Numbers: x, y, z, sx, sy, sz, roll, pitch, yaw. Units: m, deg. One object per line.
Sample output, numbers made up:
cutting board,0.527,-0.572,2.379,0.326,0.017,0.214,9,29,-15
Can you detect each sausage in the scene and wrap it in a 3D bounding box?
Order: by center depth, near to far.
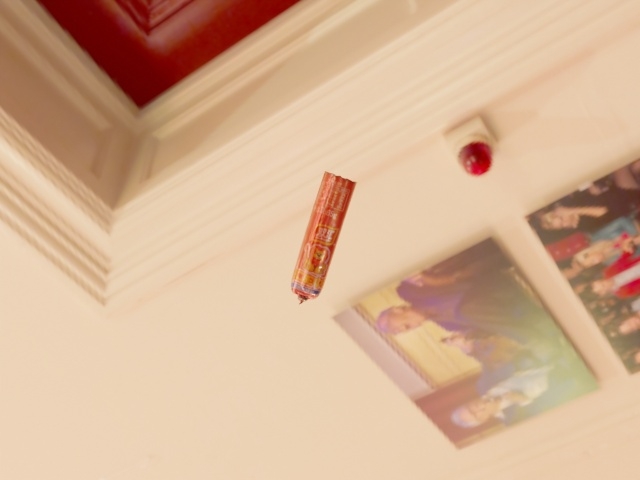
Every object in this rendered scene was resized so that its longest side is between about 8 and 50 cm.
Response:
sausage,0.000,0.000,0.822,0.034,0.034,0.129,17,-88,-63
